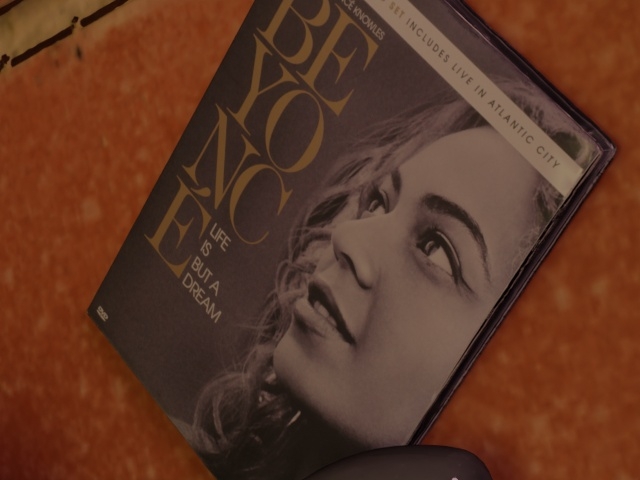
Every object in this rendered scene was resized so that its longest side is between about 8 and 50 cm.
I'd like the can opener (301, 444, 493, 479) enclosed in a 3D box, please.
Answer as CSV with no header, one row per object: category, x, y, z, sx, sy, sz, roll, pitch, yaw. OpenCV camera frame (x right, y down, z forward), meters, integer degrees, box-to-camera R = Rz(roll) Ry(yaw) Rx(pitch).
can opener,0.079,0.095,0.618,0.283,0.076,0.095,-26,84,39

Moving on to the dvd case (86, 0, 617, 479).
dvd case,0.000,0.000,0.729,0.164,0.018,0.221,48,121,30
